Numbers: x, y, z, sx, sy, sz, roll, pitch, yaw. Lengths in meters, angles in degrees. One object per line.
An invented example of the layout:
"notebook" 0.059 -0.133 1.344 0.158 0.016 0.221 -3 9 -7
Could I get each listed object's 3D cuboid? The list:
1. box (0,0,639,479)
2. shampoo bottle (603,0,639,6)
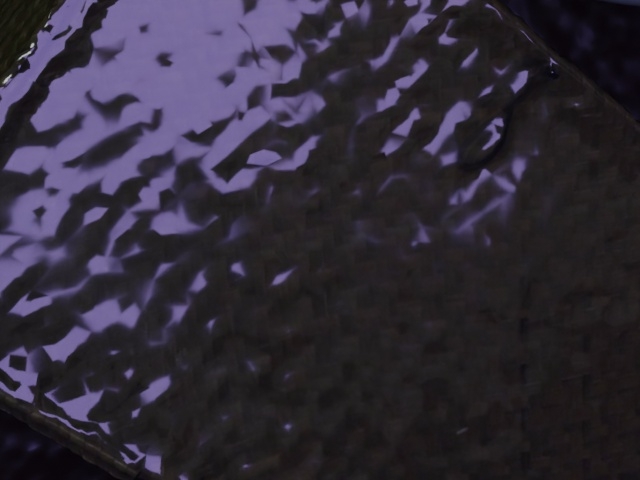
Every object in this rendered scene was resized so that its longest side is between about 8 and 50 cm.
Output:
"box" 0.001 0.001 0.619 0.273 0.143 0.184 35 92 -24
"shampoo bottle" 0.180 -0.143 0.624 0.359 0.078 0.134 -9 126 -37
